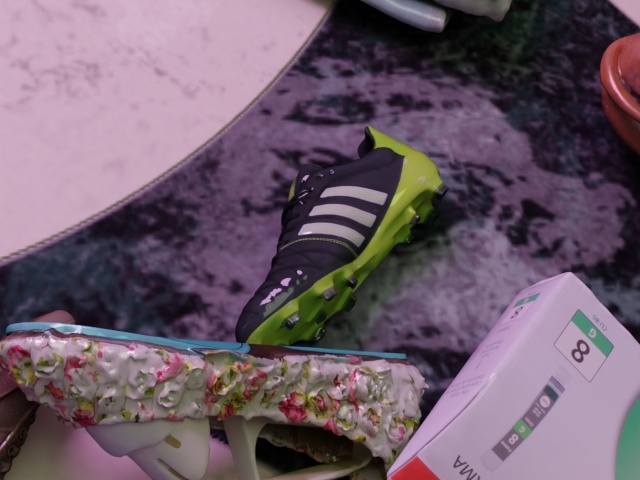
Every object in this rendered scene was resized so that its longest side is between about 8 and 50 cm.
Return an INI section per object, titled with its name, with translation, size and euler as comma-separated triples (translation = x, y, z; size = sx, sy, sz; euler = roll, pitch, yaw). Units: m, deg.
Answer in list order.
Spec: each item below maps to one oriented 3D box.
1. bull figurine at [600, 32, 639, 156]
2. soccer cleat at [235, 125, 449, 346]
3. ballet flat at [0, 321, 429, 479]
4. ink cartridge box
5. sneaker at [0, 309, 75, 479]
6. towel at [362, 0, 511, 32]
[bull figurine]
translation = 0.314, -0.104, 0.997
size = 0.310, 0.101, 0.188
euler = -25, 74, -27
[soccer cleat]
translation = 0.000, 0.000, 0.873
size = 0.072, 0.060, 0.179
euler = 36, 51, 15
[ballet flat]
translation = -0.044, 0.087, 0.767
size = 0.241, 0.091, 0.077
euler = 8, 76, -32
[ink cartridge box]
translation = 0.123, 0.154, 0.803
size = 0.181, 0.056, 0.224
euler = 46, 56, -9
[sneaker]
translation = -0.183, 0.111, 0.758
size = 0.188, 0.066, 0.071
euler = -39, 98, -26
[towel]
translation = -0.008, -0.325, 1.026
size = 0.374, 0.090, 0.320
euler = 26, 55, -3
